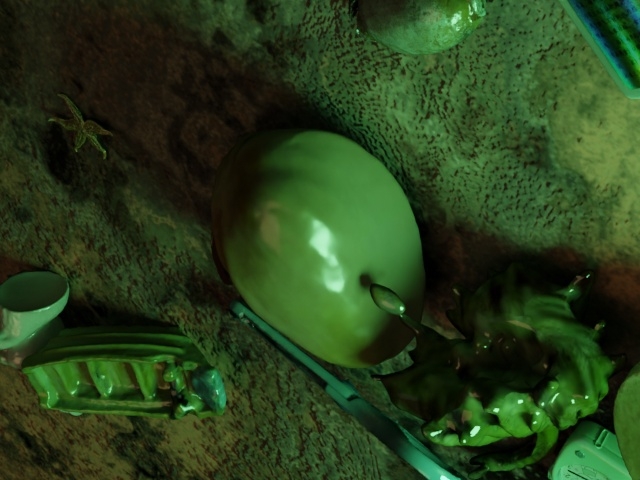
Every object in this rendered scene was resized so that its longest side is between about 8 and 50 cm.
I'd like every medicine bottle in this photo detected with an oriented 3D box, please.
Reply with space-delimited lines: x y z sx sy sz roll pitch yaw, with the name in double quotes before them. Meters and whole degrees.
"medicine bottle" 0.227 -0.224 1.087 0.229 0.083 0.121 51 143 -14

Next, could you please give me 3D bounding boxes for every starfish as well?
"starfish" -0.277 -0.133 1.653 0.086 0.016 0.092 -10 117 43

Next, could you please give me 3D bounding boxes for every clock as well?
"clock" 0.294 0.257 1.524 0.101 0.041 0.135 34 142 8

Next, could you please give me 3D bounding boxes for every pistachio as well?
"pistachio" 0.000 0.000 1.445 0.288 0.197 0.166 53 -174 -34

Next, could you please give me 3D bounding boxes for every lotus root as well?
"lotus root" 0.079 -0.205 1.236 0.165 0.088 0.088 2 128 51

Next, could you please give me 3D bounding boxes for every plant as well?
"plant" 0.213 0.138 1.461 0.251 0.180 0.333 -5 163 24

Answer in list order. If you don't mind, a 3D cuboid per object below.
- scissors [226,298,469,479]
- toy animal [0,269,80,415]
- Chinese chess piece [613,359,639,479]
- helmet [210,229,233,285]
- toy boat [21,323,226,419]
"scissors" 0.041 0.187 1.633 0.393 0.032 0.180 38 176 21
"toy animal" -0.390 0.153 1.920 0.104 0.130 0.221 41 144 41
"Chinese chess piece" 0.375 0.193 1.298 0.238 0.092 0.238 46 151 36
"helmet" -0.080 -0.001 1.579 0.111 0.057 0.089 125 130 -61
"toy boat" -0.242 0.169 1.827 0.276 0.084 0.111 0 128 20
